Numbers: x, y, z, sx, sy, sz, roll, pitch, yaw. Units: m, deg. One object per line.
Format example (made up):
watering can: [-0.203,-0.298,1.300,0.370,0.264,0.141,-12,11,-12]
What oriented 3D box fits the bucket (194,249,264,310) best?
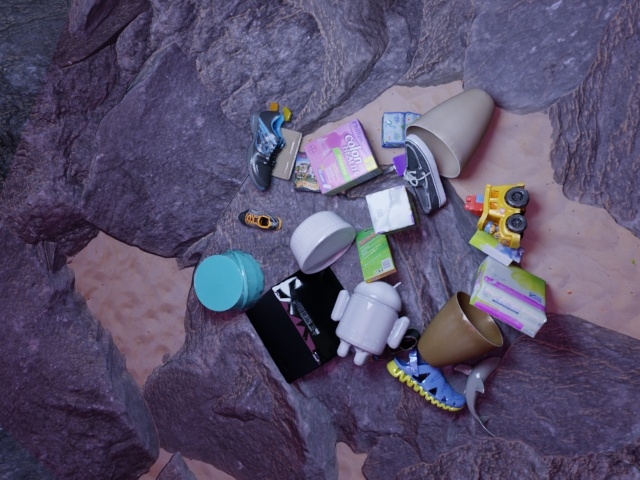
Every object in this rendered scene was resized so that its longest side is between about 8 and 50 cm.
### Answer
bucket: [-0.403,0.180,1.849,0.281,0.183,0.281,0,91,18]

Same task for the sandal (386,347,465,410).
sandal: [0.420,0.530,1.619,0.317,0.126,0.138,32,96,14]

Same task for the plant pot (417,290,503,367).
plant pot: [0.490,0.355,1.551,0.254,0.237,0.237,-46,77,26]

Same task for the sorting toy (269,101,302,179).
sorting toy: [-0.186,-0.440,1.850,0.229,0.041,0.307,19,96,22]

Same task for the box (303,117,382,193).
box: [0.090,-0.323,1.668,0.243,0.117,0.214,-23,82,16]

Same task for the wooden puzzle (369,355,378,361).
wooden puzzle: [0.181,0.467,1.723,0.116,0.014,0.079,-24,88,46]

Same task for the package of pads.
package of pads: [0.647,0.177,1.447,0.229,0.296,0.101,29,119,16]

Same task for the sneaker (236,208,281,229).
sneaker: [-0.282,-0.094,1.859,0.214,0.083,0.084,9,95,19]

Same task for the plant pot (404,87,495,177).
plant pot: [0.496,-0.417,1.531,0.256,0.256,0.274,43,85,13]

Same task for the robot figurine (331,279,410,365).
robot figurine: [0.190,0.303,1.627,0.299,0.200,0.354,22,82,17]

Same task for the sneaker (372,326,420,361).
sneaker: [0.287,0.419,1.659,0.222,0.118,0.083,-36,80,16]

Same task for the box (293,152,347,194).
box: [0.006,-0.283,1.781,0.233,0.044,0.159,7,92,18]

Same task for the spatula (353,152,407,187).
spatula: [0.250,-0.275,1.708,0.296,0.030,0.084,-20,87,17]

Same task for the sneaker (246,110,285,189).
sneaker: [-0.228,-0.387,1.776,0.139,0.125,0.341,0,90,21]

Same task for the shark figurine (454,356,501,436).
shark figurine: [0.585,0.567,1.545,0.166,0.116,0.278,7,88,-5]

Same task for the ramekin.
ramekin: [0.000,0.000,1.681,0.273,0.273,0.127,-46,65,13]

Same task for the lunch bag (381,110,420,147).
lunch bag: [0.320,-0.436,1.655,0.151,0.096,0.129,1,91,0]

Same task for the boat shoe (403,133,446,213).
boat shoe: [0.368,-0.241,1.570,0.105,0.113,0.306,-33,118,-13]

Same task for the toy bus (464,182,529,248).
toy bus: [0.627,-0.093,1.506,0.211,0.149,0.220,5,74,19]

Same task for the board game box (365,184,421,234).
board game box: [0.282,-0.106,1.571,0.142,0.275,0.144,-15,86,18]

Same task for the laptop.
laptop: [-0.068,0.352,1.829,0.408,0.236,0.382,-31,81,-13]

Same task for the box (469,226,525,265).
box: [0.649,0.019,1.540,0.178,0.109,0.042,35,134,15]

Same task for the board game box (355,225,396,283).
board game box: [0.213,0.043,1.655,0.124,0.039,0.259,-25,44,17]
